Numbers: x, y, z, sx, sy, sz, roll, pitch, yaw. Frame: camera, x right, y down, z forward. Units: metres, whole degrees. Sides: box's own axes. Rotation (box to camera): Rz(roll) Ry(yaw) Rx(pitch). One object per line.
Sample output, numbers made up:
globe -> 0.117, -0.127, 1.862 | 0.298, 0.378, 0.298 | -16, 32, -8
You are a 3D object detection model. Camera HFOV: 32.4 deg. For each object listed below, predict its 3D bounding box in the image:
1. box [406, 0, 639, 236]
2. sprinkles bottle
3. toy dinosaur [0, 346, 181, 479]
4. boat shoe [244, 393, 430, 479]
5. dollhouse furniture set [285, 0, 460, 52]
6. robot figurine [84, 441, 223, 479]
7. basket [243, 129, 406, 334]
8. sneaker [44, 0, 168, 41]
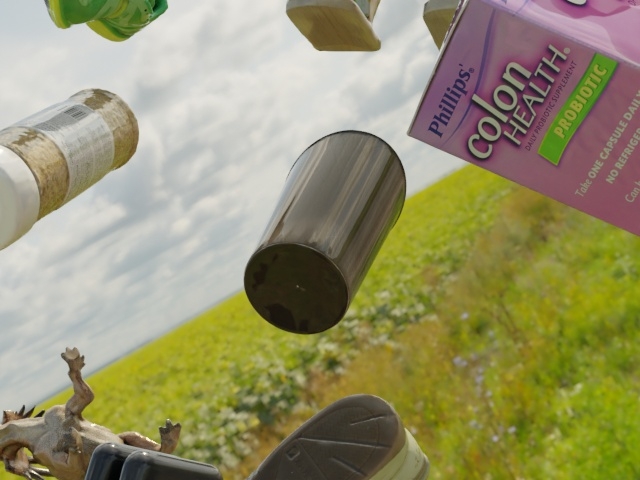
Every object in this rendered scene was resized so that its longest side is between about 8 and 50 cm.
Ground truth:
box -> 0.211, -0.124, 0.778 | 0.213, 0.243, 0.117 | -65, -3, -49
sprinkles bottle -> -0.342, -0.096, 1.359 | 0.121, 0.121, 0.355 | -29, 10, 22
toy dinosaur -> -0.296, 0.270, 1.369 | 0.200, 0.295, 0.127 | -49, 10, 42
boat shoe -> -0.044, 0.231, 0.804 | 0.285, 0.089, 0.104 | -35, 41, 2
dollhouse furniture set -> 0.158, -0.373, 0.974 | 0.394, 0.362, 0.256 | 5, -6, 15
robot figurine -> -0.173, 0.319, 0.940 | 0.173, 0.278, 0.209 | 13, -11, 1
basket -> 0.000, 0.000, 1.342 | 0.204, 0.154, 0.227 | -56, 4, 36
sneaker -> -0.298, -0.348, 1.509 | 0.123, 0.109, 0.295 | -22, -1, 14
